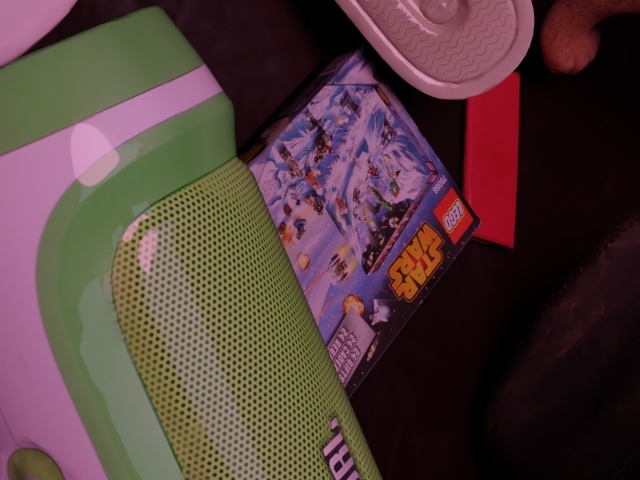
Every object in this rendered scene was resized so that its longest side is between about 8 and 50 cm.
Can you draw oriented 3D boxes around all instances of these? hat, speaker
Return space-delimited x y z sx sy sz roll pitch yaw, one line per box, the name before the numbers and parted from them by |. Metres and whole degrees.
hat | 0.159 0.064 0.699 0.331 0.331 0.134 -14 49 -44
speaker | -0.041 0.083 0.539 0.131 0.131 0.296 -31 102 -42

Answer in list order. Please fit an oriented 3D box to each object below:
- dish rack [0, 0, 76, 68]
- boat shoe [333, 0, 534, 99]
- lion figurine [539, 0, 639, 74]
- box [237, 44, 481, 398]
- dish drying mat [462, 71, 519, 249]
dish rack | -0.224 -0.161 0.390 0.286 0.072 0.332 -20 96 -4
boat shoe | 0.002 -0.161 0.686 0.233 0.084 0.079 56 11 -9
lion figurine | 0.246 -0.083 0.734 0.392 0.240 0.142 31 74 -41
box | 0.000 0.000 0.663 0.094 0.027 0.137 55 50 -17
dish drying mat | 0.075 -0.039 0.755 0.032 0.008 0.083 16 70 -39
